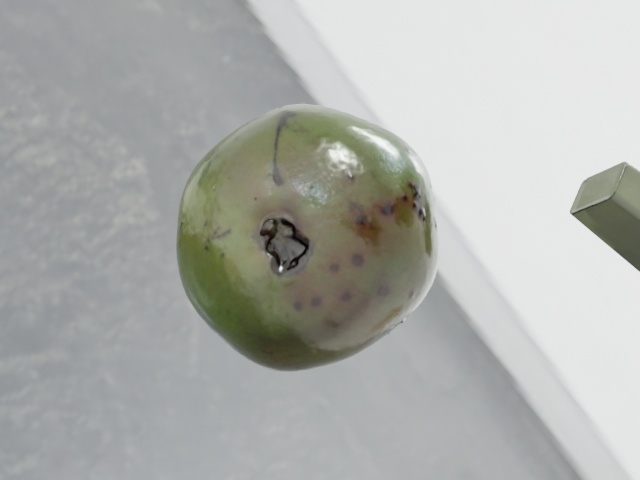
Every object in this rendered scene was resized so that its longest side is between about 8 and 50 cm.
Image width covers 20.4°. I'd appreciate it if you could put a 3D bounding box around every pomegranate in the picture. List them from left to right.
[{"bbox_3d":[-0.013,0.003,1.215,0.179,0.179,0.210,49,-17,4],"label":"pomegranate"}]

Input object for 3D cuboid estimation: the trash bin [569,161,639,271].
[{"bbox_3d":[0.237,-0.014,1.302,0.092,0.061,0.043,36,62,-16],"label":"trash bin"}]
